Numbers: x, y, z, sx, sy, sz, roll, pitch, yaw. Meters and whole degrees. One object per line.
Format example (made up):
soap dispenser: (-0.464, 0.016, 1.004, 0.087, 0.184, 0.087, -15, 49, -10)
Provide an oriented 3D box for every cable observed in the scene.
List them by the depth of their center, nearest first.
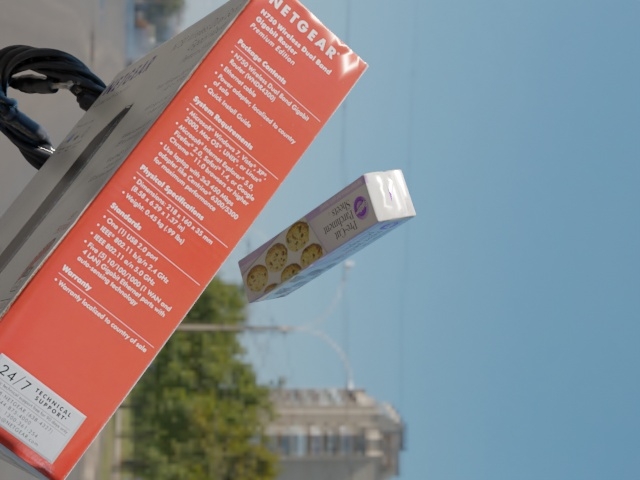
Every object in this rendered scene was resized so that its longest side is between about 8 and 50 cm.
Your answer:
cable: (-0.224, -0.092, 1.162, 0.047, 0.150, 0.184, -65, -174, -29)

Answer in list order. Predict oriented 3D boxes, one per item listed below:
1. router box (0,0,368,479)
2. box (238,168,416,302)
router box: (-0.147, -0.002, 0.884, 0.301, 0.082, 0.335, -55, -163, -17)
box: (0.000, 0.000, 1.743, 0.324, 0.063, 0.067, -32, -108, 52)
